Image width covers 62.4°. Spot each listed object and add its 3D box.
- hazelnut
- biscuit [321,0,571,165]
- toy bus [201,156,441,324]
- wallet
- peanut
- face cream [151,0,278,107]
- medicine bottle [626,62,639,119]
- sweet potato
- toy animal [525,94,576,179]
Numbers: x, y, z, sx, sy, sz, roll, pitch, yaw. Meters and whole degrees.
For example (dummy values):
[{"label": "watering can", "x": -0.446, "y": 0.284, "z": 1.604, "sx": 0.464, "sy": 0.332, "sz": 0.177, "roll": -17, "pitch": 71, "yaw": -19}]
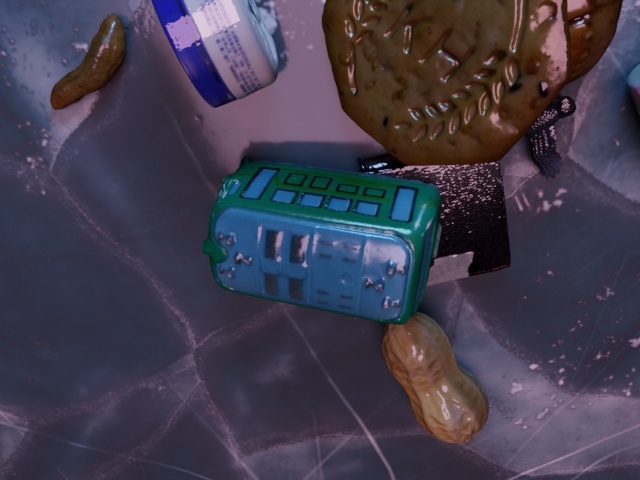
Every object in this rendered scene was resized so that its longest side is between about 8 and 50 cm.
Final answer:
[{"label": "hazelnut", "x": 0.289, "y": -0.308, "z": 0.707, "sx": 0.207, "sy": 0.208, "sz": 0.208, "roll": 0, "pitch": 112, "yaw": 0}, {"label": "biscuit", "x": 0.146, "y": -0.260, "z": 0.697, "sx": 0.358, "sy": 0.046, "sz": 0.360, "roll": 20, "pitch": 125, "yaw": 31}, {"label": "toy bus", "x": 0.000, "y": 0.000, "z": 0.784, "sx": 0.343, "sy": 0.199, "sz": 0.184, "roll": 9, "pitch": 119, "yaw": 12}, {"label": "wallet", "x": 0.194, "y": -0.040, "z": 0.879, "sx": 0.220, "sy": 0.071, "sz": 0.263, "roll": -15, "pitch": 118, "yaw": 5}, {"label": "peanut", "x": 0.205, "y": 0.249, "z": 0.955, "sx": 0.149, "sy": 0.149, "sz": 0.313, "roll": -26, "pitch": 109, "yaw": 10}, {"label": "face cream", "x": -0.135, "y": -0.291, "z": 0.698, "sx": 0.111, "sy": 0.206, "sz": 0.206, "roll": -23, "pitch": 111, "yaw": 6}, {"label": "medicine bottle", "x": 0.546, "y": -0.195, "z": 0.775, "sx": 0.135, "sy": 0.135, "sz": 0.169, "roll": -33, "pitch": 109, "yaw": 13}, {"label": "sweet potato", "x": -0.347, "y": -0.255, "z": 0.799, "sx": 0.182, "sy": 0.053, "sz": 0.054, "roll": -41, "pitch": 146, "yaw": 18}, {"label": "toy animal", "x": 0.332, "y": -0.186, "z": 0.818, "sx": 0.107, "sy": 0.062, "sz": 0.220, "roll": -34, "pitch": 115, "yaw": 12}]
